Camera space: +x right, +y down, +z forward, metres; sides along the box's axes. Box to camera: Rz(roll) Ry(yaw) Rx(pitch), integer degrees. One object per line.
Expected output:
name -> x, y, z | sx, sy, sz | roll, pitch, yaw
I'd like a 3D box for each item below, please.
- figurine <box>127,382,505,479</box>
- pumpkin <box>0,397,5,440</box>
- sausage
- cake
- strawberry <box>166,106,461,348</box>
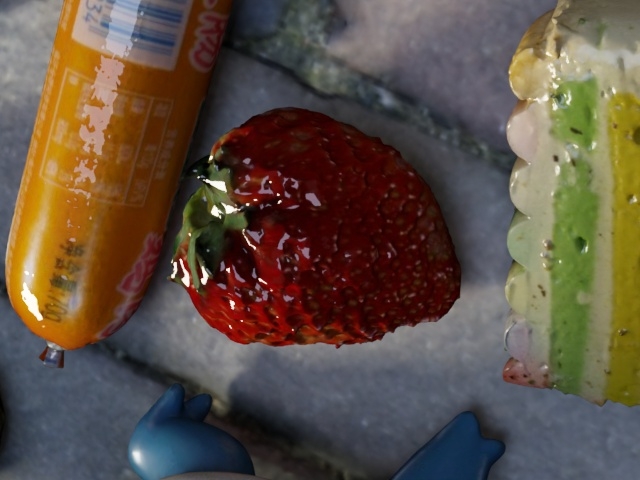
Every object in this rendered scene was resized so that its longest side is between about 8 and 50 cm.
figurine -> -0.031, 0.221, 0.682 | 0.416, 0.243, 0.298 | 14, 97, -2
pumpkin -> -0.283, 0.097, 0.787 | 0.126, 0.131, 0.248 | 4, 107, 30
sausage -> -0.118, -0.063, 0.704 | 0.093, 0.093, 0.312 | 23, 109, 16
cake -> 0.147, -0.012, 0.608 | 0.109, 0.090, 0.225 | 6, 104, 17
strawberry -> -0.002, -0.006, 0.662 | 0.148, 0.131, 0.131 | 1, 105, -22
